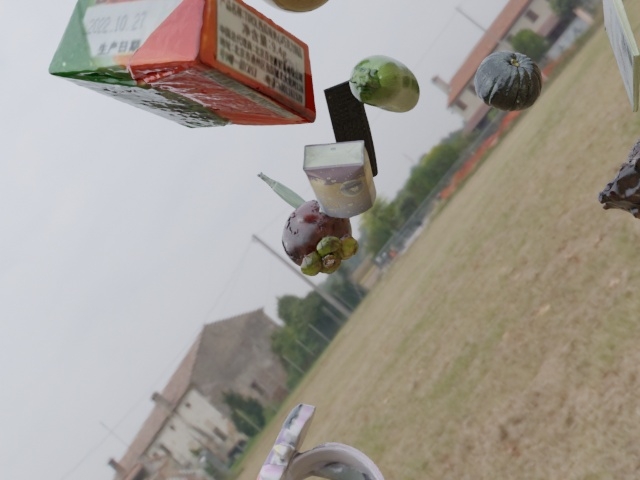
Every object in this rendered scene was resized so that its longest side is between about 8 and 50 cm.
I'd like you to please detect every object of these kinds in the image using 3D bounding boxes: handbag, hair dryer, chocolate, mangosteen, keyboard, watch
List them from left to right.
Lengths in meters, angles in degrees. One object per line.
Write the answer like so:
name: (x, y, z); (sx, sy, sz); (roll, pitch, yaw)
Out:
chocolate: (-0.227, -0.317, 1.293); (0.360, 0.341, 0.162); (13, -98, -58)
hair dryer: (-0.062, -0.109, 1.876); (0.075, 0.237, 0.206); (-54, 6, 11)
mangosteen: (0.000, 0.000, 1.622); (0.166, 0.180, 0.166); (-15, -42, -14)
watch: (0.008, 0.427, 1.234); (0.196, 0.231, 0.244); (93, -161, -50)
handbag: (0.038, -0.111, 1.316); (0.173, 0.117, 0.095); (68, -156, -57)
keyboard: (0.086, -0.217, 1.792); (0.103, 0.041, 0.381); (-24, -48, -10)
chocolate: (0.528, -0.103, 1.162); (0.206, 0.177, 0.224); (-102, 11, -45)

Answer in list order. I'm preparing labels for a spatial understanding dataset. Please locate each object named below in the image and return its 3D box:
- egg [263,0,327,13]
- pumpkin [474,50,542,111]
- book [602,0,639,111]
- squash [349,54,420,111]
egg: (-0.060, -0.622, 1.536); (0.250, 0.250, 0.322); (-50, -14, -9)
pumpkin: (0.604, -0.509, 2.320); (0.220, 0.220, 0.162); (-48, -21, -37)
book: (0.719, -0.477, 1.725); (0.215, 0.025, 0.283); (54, -152, -54)
squash: (0.132, -0.318, 1.467); (0.107, 0.107, 0.395); (-52, -10, 17)
